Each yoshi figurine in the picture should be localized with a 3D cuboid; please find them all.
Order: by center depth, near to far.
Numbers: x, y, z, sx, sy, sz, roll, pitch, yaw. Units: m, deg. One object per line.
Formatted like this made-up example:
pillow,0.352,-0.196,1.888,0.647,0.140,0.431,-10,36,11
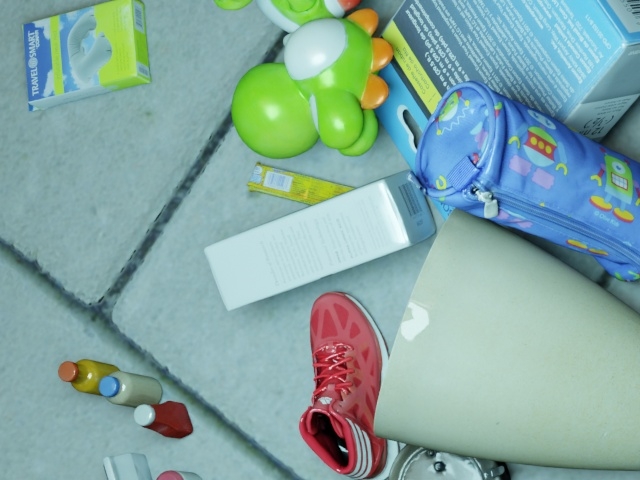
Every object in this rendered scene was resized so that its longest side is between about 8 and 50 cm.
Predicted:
yoshi figurine,-0.048,-0.243,2.063,0.203,0.203,0.362,-50,49,53

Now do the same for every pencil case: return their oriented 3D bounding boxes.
pencil case,0.237,-0.052,1.836,0.119,0.306,0.133,-41,40,37

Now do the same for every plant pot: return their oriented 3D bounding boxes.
plant pot,0.228,0.127,1.864,0.274,0.256,0.257,19,88,11

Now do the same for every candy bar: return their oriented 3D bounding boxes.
candy bar,-0.016,-0.059,2.115,0.161,0.018,0.040,15,86,26

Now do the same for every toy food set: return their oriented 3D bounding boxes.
toy food set,-0.216,0.235,2.102,0.111,0.104,0.232,-25,71,19

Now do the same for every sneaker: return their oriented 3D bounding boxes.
sneaker,0.023,0.154,1.995,0.087,0.128,0.221,-23,73,18

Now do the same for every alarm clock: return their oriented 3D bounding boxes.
alarm clock,0.120,0.275,1.962,0.192,0.064,0.129,-22,74,19

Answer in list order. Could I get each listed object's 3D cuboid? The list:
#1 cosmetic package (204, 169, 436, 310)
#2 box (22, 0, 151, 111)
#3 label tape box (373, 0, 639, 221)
cosmetic package,0.000,0.000,2.035,0.231,0.117,0.085,-22,90,21
box,-0.301,-0.231,2.265,0.178,0.042,0.109,-12,75,21
label tape box,0.206,-0.198,1.968,0.249,0.115,0.348,59,140,21
